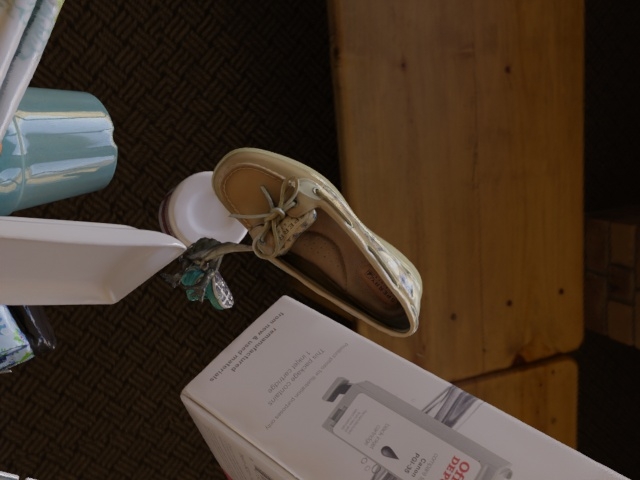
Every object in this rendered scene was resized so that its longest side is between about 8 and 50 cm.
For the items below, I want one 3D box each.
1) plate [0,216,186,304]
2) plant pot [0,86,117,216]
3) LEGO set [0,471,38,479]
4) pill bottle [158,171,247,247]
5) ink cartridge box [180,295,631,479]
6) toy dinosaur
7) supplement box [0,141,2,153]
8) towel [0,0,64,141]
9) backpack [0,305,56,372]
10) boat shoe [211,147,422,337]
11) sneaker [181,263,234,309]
[{"bbox_3d":[-0.359,0.030,0.783,0.278,0.277,0.045,4,68,-38],"label":"plate"},{"bbox_3d":[-0.693,-0.219,1.408,0.334,0.341,0.341,-18,108,-50],"label":"plant pot"},{"bbox_3d":[-0.803,0.645,1.421,0.182,0.060,0.244,32,109,-32],"label":"LEGO set"},{"bbox_3d":[-0.354,-0.071,1.755,0.224,0.392,0.224,0,90,-20],"label":"pill bottle"},{"bbox_3d":[0.057,0.193,0.427,0.117,0.283,0.207,-43,139,-30],"label":"ink cartridge box"},{"bbox_3d":[-0.198,0.039,1.016,0.064,0.268,0.118,49,68,-22],"label":"toy dinosaur"},{"bbox_3d":[-0.283,0.030,0.386,0.078,0.080,0.233,20,54,-26],"label":"supplement box"},{"bbox_3d":[-0.491,-0.330,0.798,0.320,0.090,0.374,25,92,16],"label":"towel"},{"bbox_3d":[-0.893,0.222,1.474,0.355,0.273,0.290,-23,90,-11],"label":"backpack"},{"bbox_3d":[0.000,0.000,0.666,0.285,0.089,0.104,34,109,-6],"label":"boat shoe"},{"bbox_3d":[-0.321,0.136,1.674,0.110,0.275,0.107,-33,115,-13],"label":"sneaker"}]
